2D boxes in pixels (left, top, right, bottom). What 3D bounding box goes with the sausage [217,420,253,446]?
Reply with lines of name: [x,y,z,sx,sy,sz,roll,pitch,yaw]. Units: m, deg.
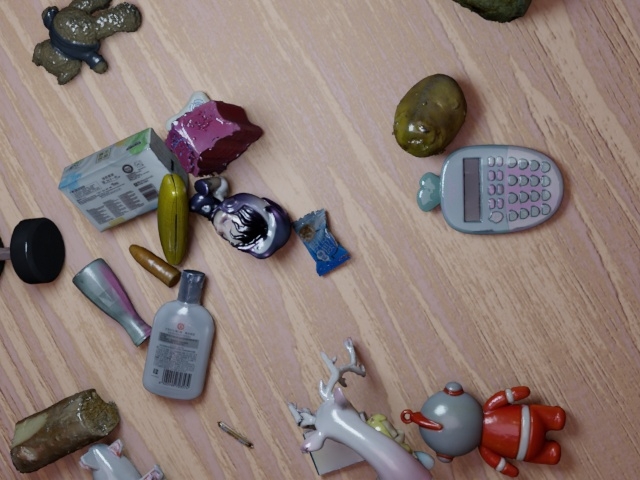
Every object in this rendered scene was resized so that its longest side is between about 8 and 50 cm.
sausage: [-0.196,0.444,1.762,0.100,0.015,0.015,33,100,7]

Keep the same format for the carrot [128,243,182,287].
carrot: [-0.383,0.053,1.750,0.139,0.048,0.048,34,100,9]

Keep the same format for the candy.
candy: [0.001,0.000,1.674,0.088,0.038,0.136,-32,81,26]

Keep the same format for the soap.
soap: [-0.224,-0.210,1.592,0.162,0.250,0.099,-35,89,11]

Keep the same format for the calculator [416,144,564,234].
calculator: [0.349,-0.105,1.590,0.298,0.041,0.186,-2,94,10]

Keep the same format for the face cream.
face cream: [-0.313,0.211,1.734,0.143,0.071,0.291,10,98,-1]

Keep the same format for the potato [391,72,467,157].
potato: [0.220,-0.250,1.564,0.137,0.137,0.176,40,80,6]

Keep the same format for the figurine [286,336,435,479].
figurine: [0.064,0.385,1.570,0.206,0.284,0.316,-42,92,8]

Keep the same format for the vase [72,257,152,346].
vase: [-0.468,0.146,1.761,0.086,0.086,0.214,-40,91,12]

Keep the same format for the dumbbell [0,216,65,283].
dumbbell: [-0.719,0.030,1.763,0.218,0.152,0.153,-5,94,12]

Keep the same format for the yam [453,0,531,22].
yam: [0.353,-0.584,1.469,0.195,0.195,0.300,20,98,9]

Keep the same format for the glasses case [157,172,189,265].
glasses case: [-0.318,-0.044,1.664,0.064,0.079,0.234,-7,138,-19]

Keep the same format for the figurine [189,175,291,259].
figurine: [-0.168,-0.051,1.667,0.222,0.145,0.145,37,101,11]

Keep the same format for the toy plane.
toy plane: [-0.465,0.580,1.779,0.252,0.118,0.252,2,98,11]

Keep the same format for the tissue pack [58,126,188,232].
tissue pack: [-0.429,-0.148,1.699,0.229,0.145,0.159,-23,133,13]

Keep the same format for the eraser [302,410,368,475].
eraser: [0.046,0.450,1.708,0.150,0.023,0.104,-22,89,12]

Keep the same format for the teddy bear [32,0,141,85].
teddy bear: [-0.534,-0.461,1.694,0.182,0.129,0.251,46,101,7]

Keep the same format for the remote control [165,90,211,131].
remote control: [-0.287,-0.271,1.709,0.122,0.032,0.074,-44,86,12]

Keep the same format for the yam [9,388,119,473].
yam: [-0.597,0.439,1.783,0.238,0.128,0.129,-25,78,14]

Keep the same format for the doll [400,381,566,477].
doll: [0.335,0.391,1.611,0.336,0.105,0.200,5,98,4]
